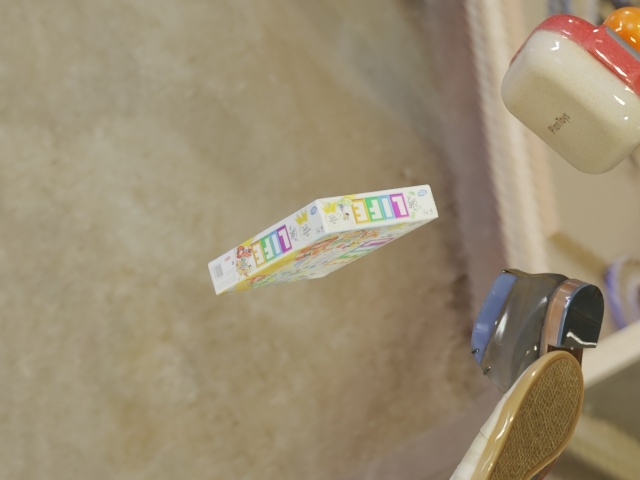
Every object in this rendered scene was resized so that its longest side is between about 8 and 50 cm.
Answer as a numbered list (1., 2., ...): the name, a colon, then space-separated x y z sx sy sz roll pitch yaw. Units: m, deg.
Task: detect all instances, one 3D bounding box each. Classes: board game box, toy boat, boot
1. board game box: 0.000 0.000 1.420 0.103 0.154 0.026 -9 78 -36
2. toy boat: 0.277 -0.167 1.894 0.151 0.231 0.151 41 76 2
3. boot: 0.192 0.132 1.843 0.082 0.106 0.219 15 96 -45

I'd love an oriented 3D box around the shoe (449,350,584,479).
1. shoe: 0.150 0.178 1.613 0.076 0.058 0.219 53 57 -29
